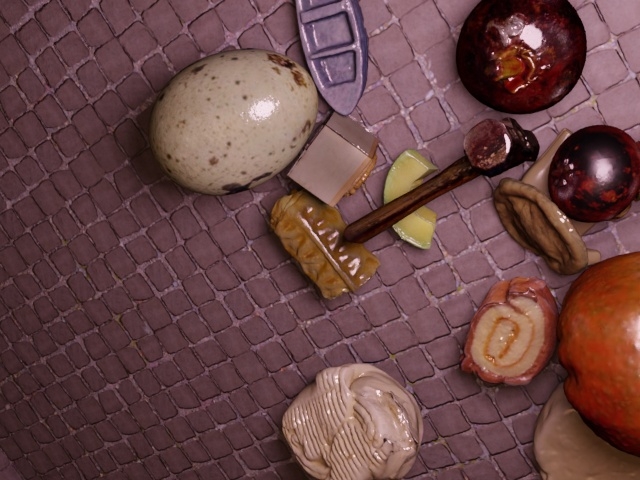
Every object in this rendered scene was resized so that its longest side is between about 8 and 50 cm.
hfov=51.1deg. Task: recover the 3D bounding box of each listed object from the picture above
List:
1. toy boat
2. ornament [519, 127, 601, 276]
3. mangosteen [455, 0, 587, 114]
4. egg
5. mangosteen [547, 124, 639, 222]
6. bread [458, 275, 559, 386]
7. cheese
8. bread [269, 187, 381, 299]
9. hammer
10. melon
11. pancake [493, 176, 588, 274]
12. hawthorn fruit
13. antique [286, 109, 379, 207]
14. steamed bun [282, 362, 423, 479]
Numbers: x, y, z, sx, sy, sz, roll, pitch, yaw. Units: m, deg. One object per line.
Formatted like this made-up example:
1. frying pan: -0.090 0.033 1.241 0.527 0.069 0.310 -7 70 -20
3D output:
1. toy boat: 0.032 -0.401 1.381 0.127 0.078 0.282 -8 107 21
2. ornament: 0.505 -0.064 1.353 0.230 0.061 0.245 35 114 2
3. mangosteen: 0.351 -0.329 1.190 0.236 0.261 0.235 13 125 20
4. egg: -0.183 -0.250 1.400 0.379 0.287 0.287 -31 98 18
5. mangosteen: 0.518 -0.117 1.222 0.200 0.200 0.199 7 112 17
6. bread: 0.421 0.188 1.445 0.190 0.123 0.244 18 115 10
7. cheese: 0.628 0.457 1.483 0.318 0.115 0.326 33 119 5
8. bread: 0.000 0.000 1.521 0.152 0.130 0.267 -40 94 -9
9. hammer: 0.226 -0.099 1.324 0.409 0.242 0.095 -33 82 25
10. melon: 0.200 -0.094 1.450 0.118 0.064 0.209 10 111 17
11. pancake: 0.427 -0.024 1.320 0.042 0.222 0.236 -35 67 -7
12. hawthorn fruit: 0.641 0.203 1.209 0.403 0.403 0.402 7 112 17
13. antique: 0.037 -0.176 1.424 0.148 0.146 0.152 37 118 -6
14. steamed bun: 0.108 0.466 1.602 0.394 0.238 0.346 1 88 50
